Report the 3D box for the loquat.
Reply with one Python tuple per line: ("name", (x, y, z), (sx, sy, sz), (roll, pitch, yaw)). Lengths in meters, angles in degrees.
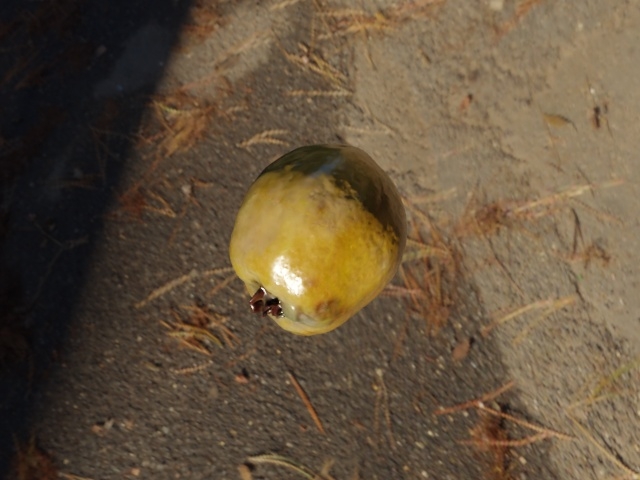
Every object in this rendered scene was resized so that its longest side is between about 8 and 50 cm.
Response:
("loquat", (0.000, 0.000, 0.987), (0.176, 0.187, 0.234), (4, 45, 39))
